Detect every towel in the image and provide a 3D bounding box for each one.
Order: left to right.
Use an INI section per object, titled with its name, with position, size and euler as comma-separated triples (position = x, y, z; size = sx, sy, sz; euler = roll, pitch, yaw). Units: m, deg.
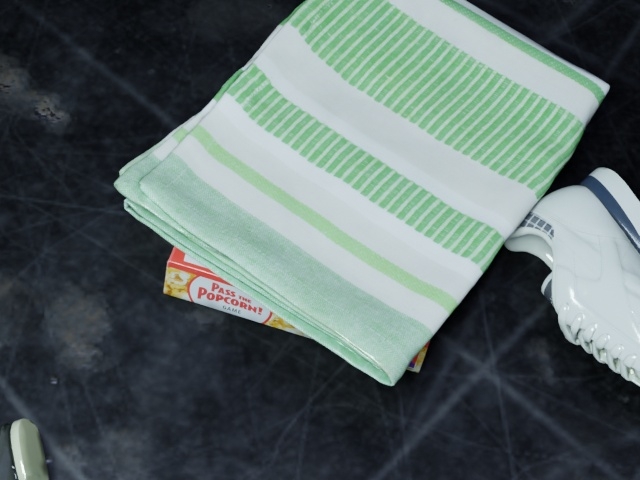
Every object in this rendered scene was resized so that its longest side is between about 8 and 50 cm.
[towel]
position = 0.039, -0.072, 1.334
size = 0.248, 0.038, 0.325
euler = 33, 55, 13

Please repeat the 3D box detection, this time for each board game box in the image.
[board game box]
position = 0.000, 0.000, 1.327
size = 0.193, 0.045, 0.147
euler = 16, 54, 2

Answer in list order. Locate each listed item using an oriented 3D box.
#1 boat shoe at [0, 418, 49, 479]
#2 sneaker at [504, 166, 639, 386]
[boat shoe]
position = -0.197, 0.182, 1.179
size = 0.042, 0.049, 0.133
euler = -19, 65, 12
[sneaker]
position = 0.223, 0.060, 1.310
size = 0.094, 0.090, 0.235
euler = -26, 59, -9
